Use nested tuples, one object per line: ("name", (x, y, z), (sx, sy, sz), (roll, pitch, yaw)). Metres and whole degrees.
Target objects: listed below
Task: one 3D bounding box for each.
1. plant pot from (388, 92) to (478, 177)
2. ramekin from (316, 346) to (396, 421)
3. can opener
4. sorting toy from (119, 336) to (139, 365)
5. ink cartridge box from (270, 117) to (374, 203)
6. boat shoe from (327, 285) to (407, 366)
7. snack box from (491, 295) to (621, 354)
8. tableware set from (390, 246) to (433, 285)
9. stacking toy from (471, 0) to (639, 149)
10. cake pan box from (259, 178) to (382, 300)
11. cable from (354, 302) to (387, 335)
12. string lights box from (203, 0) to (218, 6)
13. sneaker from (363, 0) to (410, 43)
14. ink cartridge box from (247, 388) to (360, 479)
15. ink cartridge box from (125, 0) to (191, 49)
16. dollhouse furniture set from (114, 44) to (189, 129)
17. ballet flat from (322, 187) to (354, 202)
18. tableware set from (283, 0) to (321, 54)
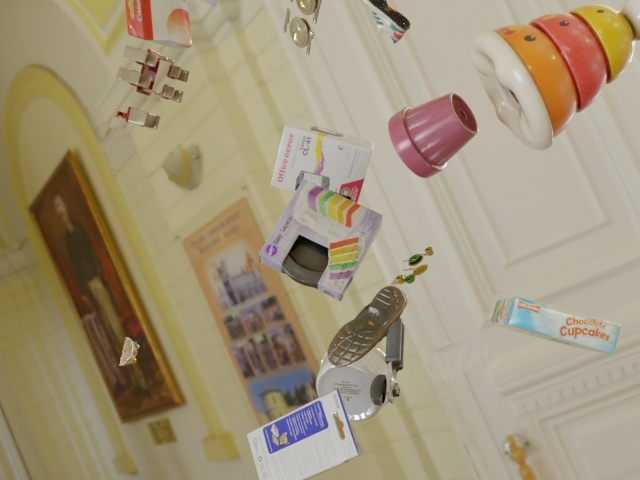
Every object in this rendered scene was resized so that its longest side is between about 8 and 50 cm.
("plant pot", (0.309, -0.293, 1.883), (0.180, 0.201, 0.201), (-31, -7, 34))
("ramekin", (0.109, 0.478, 2.351), (0.273, 0.273, 0.127), (-25, 9, 27))
("can opener", (0.198, 0.357, 2.116), (0.095, 0.283, 0.076), (-7, -41, 18))
("sorting toy", (-0.544, 0.318, 2.019), (0.045, 0.083, 0.075), (13, -17, -13))
("ink cartridge box", (0.007, -0.259, 2.397), (0.306, 0.226, 0.131), (15, 20, 0))
("boat shoe", (0.087, 0.156, 1.236), (0.178, 0.064, 0.060), (-47, -28, 6))
("snack box", (0.446, 0.164, 1.385), (0.187, 0.060, 0.322), (15, -4, 9))
("tableware set", (0.259, 0.069, 1.951), (0.154, 0.024, 0.104), (-43, 20, -31))
("stacking toy", (0.664, -0.485, 1.803), (0.480, 0.350, 0.350), (-30, -3, 5))
("cake pan box", (0.000, 0.000, 1.865), (0.267, 0.246, 0.070), (-59, -13, -20))
("cable", (0.203, 0.258, 2.378), (0.184, 0.150, 0.047), (-49, 33, 5))
("string lights box", (-0.309, -0.822, 2.025), (0.133, 0.259, 0.077), (23, -13, -14))
("sneaker", (0.149, -0.561, 1.775), (0.057, 0.161, 0.075), (-41, -8, -36))
("ink cartridge box", (-0.040, 0.540, 1.886), (0.069, 0.175, 0.371), (6, -32, -47))
("ink cartridge box", (-0.373, -0.532, 1.632), (0.045, 0.145, 0.179), (-4, 1, 27))
("dollhouse furniture set", (-0.601, -0.522, 2.416), (0.135, 0.259, 0.262), (19, 5, 20))
("ballet flat", (0.022, -0.142, 2.182), (0.049, 0.173, 0.057), (95, -165, -52))
("tableware set", (-0.041, -0.629, 1.970), (0.039, 0.128, 0.194), (-26, -28, -30))
